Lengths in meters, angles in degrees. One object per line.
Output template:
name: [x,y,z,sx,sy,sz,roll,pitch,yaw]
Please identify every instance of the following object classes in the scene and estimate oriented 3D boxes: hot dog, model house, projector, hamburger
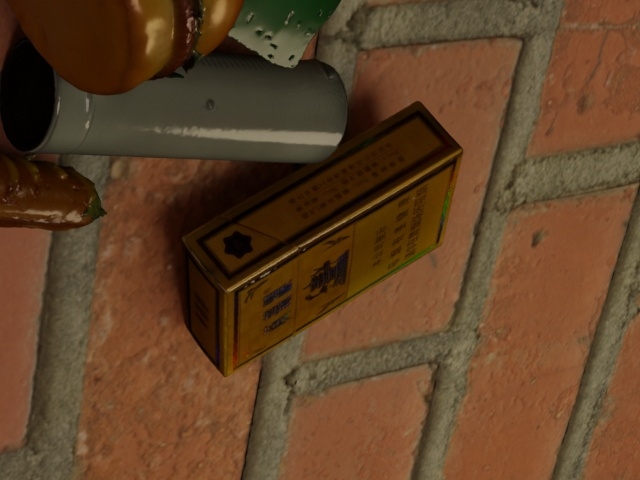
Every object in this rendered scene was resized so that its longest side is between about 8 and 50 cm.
hot dog: [-0.309,-0.046,1.436,0.269,0.115,0.072,6,82,-51]
model house: [-0.071,-0.246,1.508,0.167,0.088,0.117,20,105,-47]
projector: [-0.131,-0.130,1.527,0.337,0.108,0.108,0,118,-40]
hamburger: [-0.158,-0.245,1.326,0.170,0.246,0.246,-29,134,-26]

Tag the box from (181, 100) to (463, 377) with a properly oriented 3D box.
box: [0.000,0.000,1.704,0.301,0.084,0.193,-31,154,-20]
